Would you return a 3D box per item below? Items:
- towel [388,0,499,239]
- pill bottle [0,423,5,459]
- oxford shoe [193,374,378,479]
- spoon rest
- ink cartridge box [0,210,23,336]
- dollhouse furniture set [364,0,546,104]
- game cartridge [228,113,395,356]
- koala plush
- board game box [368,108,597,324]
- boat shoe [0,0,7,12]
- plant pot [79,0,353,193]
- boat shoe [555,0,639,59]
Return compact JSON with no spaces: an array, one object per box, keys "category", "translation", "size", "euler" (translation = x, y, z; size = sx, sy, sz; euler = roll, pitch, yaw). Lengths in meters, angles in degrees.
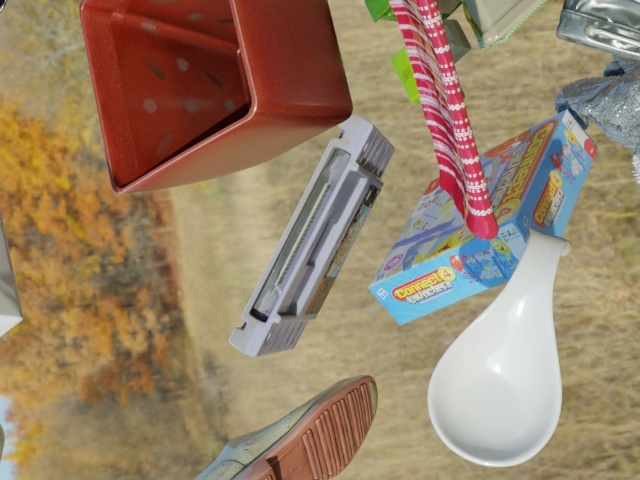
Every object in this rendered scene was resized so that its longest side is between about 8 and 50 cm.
[{"category":"towel","translation":[0.129,-0.150,1.069],"size":[0.199,0.031,0.275],"euler":[-106,-3,-67]},{"category":"pill bottle","translation":[-0.593,0.356,1.647],"size":[0.118,0.117,0.208],"euler":[-106,32,-44]},{"category":"oxford shoe","translation":[-0.062,0.316,1.528],"size":[0.146,0.397,0.141],"euler":[12,120,40]},{"category":"spoon rest","translation":[0.205,0.105,1.048],"size":[0.084,0.137,0.276],"euler":[76,-146,-65]},{"category":"ink cartridge box","translation":[-0.452,-0.007,0.973],"size":[0.198,0.197,0.270],"euler":[-34,62,30]},{"category":"dollhouse furniture set","translation":[0.235,-0.349,1.390],"size":[0.301,0.151,0.198],"euler":[-40,66,41]},{"category":"game cartridge","translation":[0.000,0.000,1.423],"size":[0.355,0.068,0.230],"euler":[-63,-17,3]},{"category":"koala plush","translation":[0.534,-0.192,1.595],"size":[0.221,0.196,0.203],"euler":[48,-176,-21]},{"category":"board game box","translation":[0.258,-0.037,1.554],"size":[0.302,0.086,0.308],"euler":[-29,20,43]},{"category":"boat shoe","translation":[-0.539,-0.470,1.640],"size":[0.158,0.340,0.127],"euler":[49,177,17]},{"category":"plant pot","translation":[-0.114,-0.220,1.243],"size":[0.267,0.235,0.268],"euler":[-23,75,39]},{"category":"boat shoe","translation":[0.405,-0.193,1.045],"size":[0.121,0.335,0.119],"euler":[-66,1,-78]}]
